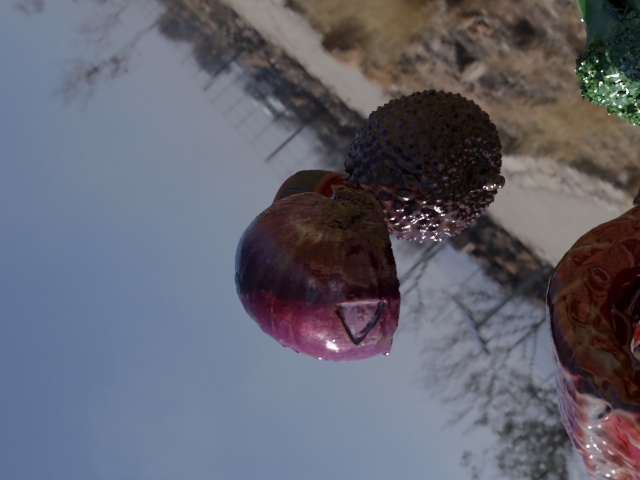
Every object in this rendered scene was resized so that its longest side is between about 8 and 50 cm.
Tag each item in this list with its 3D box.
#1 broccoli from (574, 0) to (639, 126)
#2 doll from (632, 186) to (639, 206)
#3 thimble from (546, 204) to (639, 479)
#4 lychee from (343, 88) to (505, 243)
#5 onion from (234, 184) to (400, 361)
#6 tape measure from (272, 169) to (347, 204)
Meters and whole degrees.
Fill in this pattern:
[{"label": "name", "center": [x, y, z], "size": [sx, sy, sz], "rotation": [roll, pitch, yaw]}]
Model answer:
[{"label": "broccoli", "center": [0.487, -0.331, 1.510], "size": [0.413, 0.309, 0.321], "rotation": [103, 164, -70]}, {"label": "doll", "center": [0.762, -0.097, 2.019], "size": [0.209, 0.339, 0.318], "rotation": [51, -171, -42]}, {"label": "thimble", "center": [0.436, 0.133, 1.318], "size": [0.350, 0.350, 0.231], "rotation": [50, 165, 38]}, {"label": "lychee", "center": [0.184, -0.132, 1.957], "size": [0.304, 0.276, 0.276], "rotation": [14, 161, 35]}, {"label": "onion", "center": [-0.010, 0.056, 1.618], "size": [0.230, 0.273, 0.256], "rotation": [5, -173, -7]}, {"label": "tape measure", "center": [0.000, -0.001, 2.056], "size": [0.114, 0.253, 0.260], "rotation": [2, 140, 28]}]
